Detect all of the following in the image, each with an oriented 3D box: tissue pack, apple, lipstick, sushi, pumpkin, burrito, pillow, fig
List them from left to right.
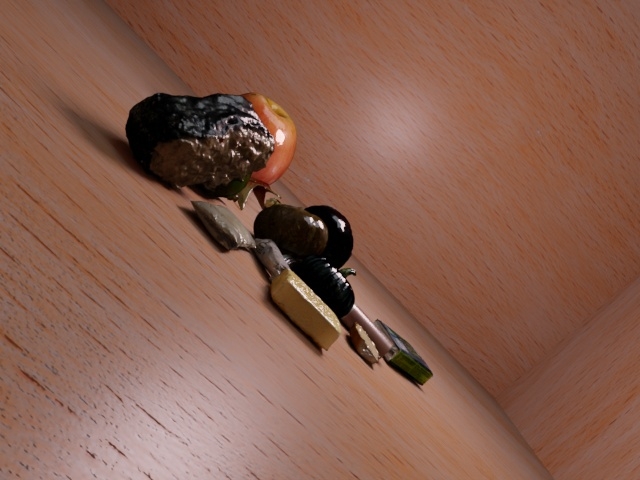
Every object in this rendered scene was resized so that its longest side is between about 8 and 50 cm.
[{"bbox_3d":[-0.279,-0.233,1.285,0.350,0.211,0.171,-7,64,-49],"label":"sushi"},{"bbox_3d":[-0.283,-0.194,1.541,0.195,0.195,0.245,50,-28,31],"label":"fig"},{"bbox_3d":[-0.228,-0.035,1.317,0.148,0.050,0.229,53,3,5],"label":"pillow"},{"bbox_3d":[-0.266,-0.409,2.194,0.364,0.364,0.364,45,6,-6],"label":"apple"},{"bbox_3d":[-0.125,0.050,1.401,0.064,0.064,0.203,41,8,-39],"label":"burrito"},{"bbox_3d":[-0.074,-0.028,1.569,0.219,0.162,0.219,15,-20,6],"label":"pumpkin"},{"bbox_3d":[0.000,0.000,1.790,0.233,0.233,0.163,48,19,17],"label":"pumpkin"},{"bbox_3d":[0.012,0.126,1.486,0.194,0.150,0.194,24,4,-2],"label":"pumpkin"},{"bbox_3d":[0.111,0.247,1.664,0.254,0.070,0.070,47,6,6],"label":"lipstick"},{"bbox_3d":[0.270,0.381,1.857,0.235,0.073,0.173,42,8,-40],"label":"tissue pack"}]

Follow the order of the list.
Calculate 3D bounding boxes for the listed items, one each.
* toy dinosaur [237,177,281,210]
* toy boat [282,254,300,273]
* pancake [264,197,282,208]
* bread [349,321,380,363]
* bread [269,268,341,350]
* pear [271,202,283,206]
[{"bbox_3d":[-0.241,-0.159,1.915,0.206,0.113,0.327,15,7,-23],"label":"toy dinosaur"},{"bbox_3d":[-0.100,0.068,1.505,0.066,0.059,0.140,17,-4,16],"label":"toy boat"},{"bbox_3d":[-0.085,-0.053,2.329,0.427,0.067,0.305,42,5,-22],"label":"pancake"},{"bbox_3d":[0.124,0.299,1.559,0.126,0.044,0.129,54,3,1],"label":"bread"},{"bbox_3d":[-0.035,0.159,1.261,0.188,0.068,0.125,46,6,-9],"label":"bread"},{"bbox_3d":[-0.149,-0.091,1.985,0.092,0.092,0.097,-126,-161,-53],"label":"pear"}]
